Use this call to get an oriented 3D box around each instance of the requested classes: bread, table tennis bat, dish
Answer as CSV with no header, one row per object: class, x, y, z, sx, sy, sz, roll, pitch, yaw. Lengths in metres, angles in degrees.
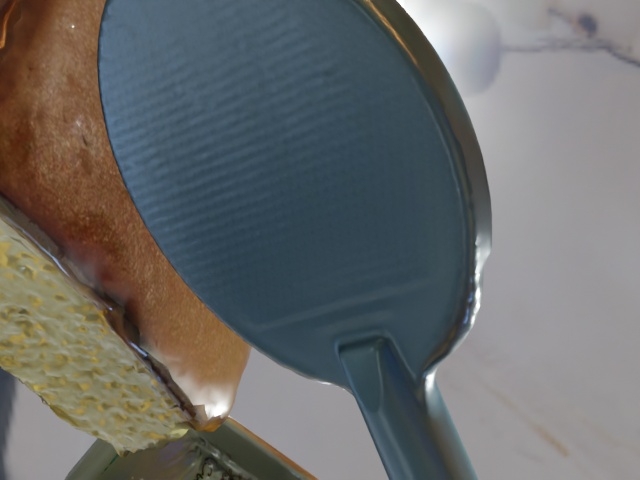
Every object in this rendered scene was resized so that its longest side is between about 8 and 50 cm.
bread,-0.147,-0.072,1.089,0.143,0.323,0.333,-11,-131,28
table tennis bat,0.000,0.000,0.773,0.215,0.044,0.329,-17,-78,43
dish,-0.098,0.212,1.231,0.234,0.064,0.154,30,-106,40
